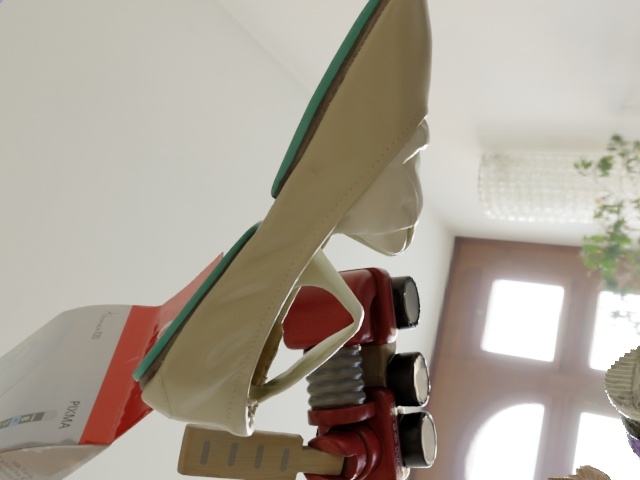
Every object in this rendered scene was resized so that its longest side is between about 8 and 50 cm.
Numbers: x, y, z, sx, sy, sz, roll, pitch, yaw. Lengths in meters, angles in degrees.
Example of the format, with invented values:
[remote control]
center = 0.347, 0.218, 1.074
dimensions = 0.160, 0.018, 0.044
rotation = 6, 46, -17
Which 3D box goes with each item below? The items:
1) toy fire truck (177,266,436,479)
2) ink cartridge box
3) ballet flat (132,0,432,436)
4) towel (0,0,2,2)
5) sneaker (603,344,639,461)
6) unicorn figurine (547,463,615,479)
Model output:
[toy fire truck]
center = -0.007, 0.138, 0.716
dimensions = 0.246, 0.158, 0.217
rotation = 7, -103, -66
[ink cartridge box]
center = -0.298, 0.161, 0.926
dimensions = 0.091, 0.385, 0.308
rotation = 48, -166, -19
[ballet flat]
center = 0.000, 0.000, 0.366
dimensions = 0.248, 0.086, 0.086
rotation = -55, -25, 20
[towel]
center = -0.396, -0.218, 0.642
dimensions = 0.227, 0.308, 0.076
rotation = 5, -85, -30
[sneaker]
center = 0.372, 0.135, 0.541
dimensions = 0.102, 0.293, 0.146
rotation = -50, -57, -52
[unicorn figurine]
center = 0.259, 0.247, 0.629
dimensions = 0.060, 0.111, 0.162
rotation = -45, -7, 8
